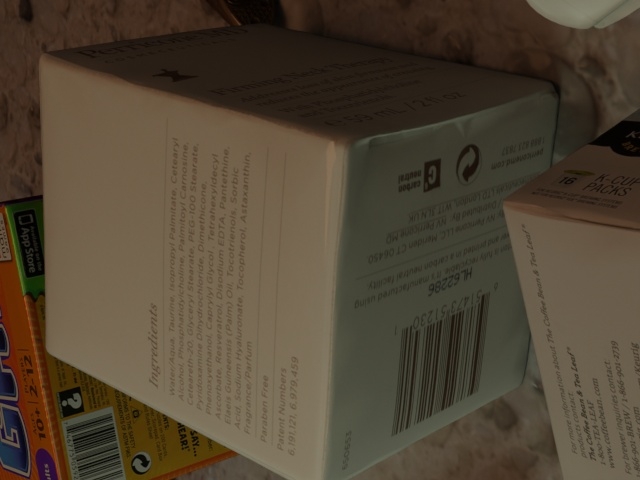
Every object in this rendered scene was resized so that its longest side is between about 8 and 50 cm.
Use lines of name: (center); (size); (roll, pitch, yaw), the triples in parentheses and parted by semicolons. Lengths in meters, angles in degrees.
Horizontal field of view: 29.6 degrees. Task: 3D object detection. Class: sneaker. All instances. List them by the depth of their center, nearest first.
sneaker: (-0.109, -0.306, 1.480); (0.188, 0.066, 0.071); (64, 157, 24)

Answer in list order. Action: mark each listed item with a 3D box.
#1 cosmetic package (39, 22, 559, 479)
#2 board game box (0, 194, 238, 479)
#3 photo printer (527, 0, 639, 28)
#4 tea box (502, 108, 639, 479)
cosmetic package: (-0.031, -0.014, 1.201); (0.394, 0.329, 0.327); (19, 115, 37)
board game box: (-0.281, 0.108, 1.555); (0.356, 0.356, 0.356); (-4, 97, 52)
photo printer: (0.255, -0.336, 0.878); (0.256, 0.107, 0.307); (-36, 36, 48)
tea box: (0.316, 0.066, 0.712); (0.220, 0.324, 0.329); (12, 127, 48)
